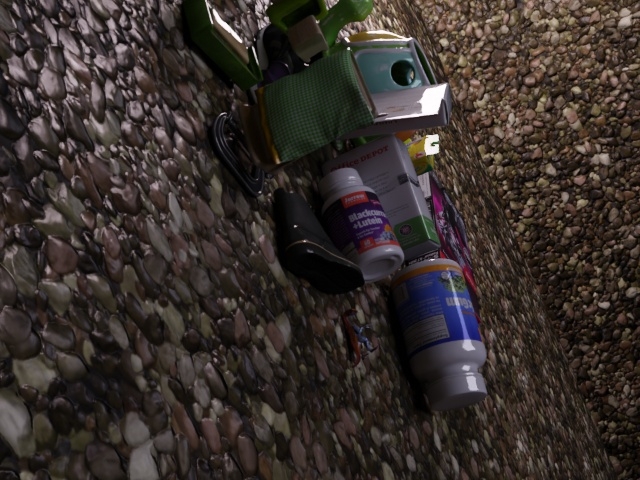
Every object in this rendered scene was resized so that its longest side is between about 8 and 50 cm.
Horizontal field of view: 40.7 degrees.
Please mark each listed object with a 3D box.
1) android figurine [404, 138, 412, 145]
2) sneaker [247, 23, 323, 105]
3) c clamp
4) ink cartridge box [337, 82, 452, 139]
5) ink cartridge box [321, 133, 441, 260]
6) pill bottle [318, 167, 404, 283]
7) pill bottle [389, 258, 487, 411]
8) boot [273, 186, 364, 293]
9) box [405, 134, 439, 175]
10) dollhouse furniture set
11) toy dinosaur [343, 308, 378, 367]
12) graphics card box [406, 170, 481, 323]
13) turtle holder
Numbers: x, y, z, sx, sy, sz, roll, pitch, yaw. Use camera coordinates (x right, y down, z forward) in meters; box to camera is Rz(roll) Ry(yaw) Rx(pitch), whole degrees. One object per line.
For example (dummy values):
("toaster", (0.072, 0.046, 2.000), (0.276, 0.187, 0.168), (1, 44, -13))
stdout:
("android figurine", (0.151, -0.302, 2.086), (0.273, 0.056, 0.248), (46, 15, -47))
("sneaker", (-0.045, -0.322, 1.557), (0.107, 0.124, 0.283), (54, 24, -33))
("c clamp", (-0.120, -0.139, 1.331), (0.161, 0.022, 0.137), (50, 31, -42))
("ink cartridge box", (0.098, -0.222, 1.593), (0.239, 0.274, 0.060), (-64, 146, -63))
("ink cartridge box", (0.114, -0.067, 1.634), (0.092, 0.160, 0.220), (21, 50, -64))
("pill bottle", (0.065, -0.030, 1.533), (0.108, 0.108, 0.194), (31, 32, -58))
("pill bottle", (0.237, 0.186, 1.688), (0.152, 0.152, 0.272), (35, 37, -56))
("boot", (0.000, 0.000, 1.412), (0.198, 0.076, 0.137), (39, 29, -54))
("box", (0.180, -0.168, 1.880), (0.043, 0.179, 0.105), (57, 23, -24))
("dollhouse furniture set", (-0.065, -0.274, 1.297), (0.151, 0.197, 0.302), (45, 21, -50))
("toy dinosaur", (0.061, 0.155, 1.443), (0.082, 0.047, 0.090), (50, 30, 6))
("graphics card box", (0.284, 0.013, 2.079), (0.233, 0.094, 0.371), (52, 24, -35))
("turtle holder", (0.114, -0.350, 1.839), (0.243, 0.227, 0.321), (29, 43, -59))
